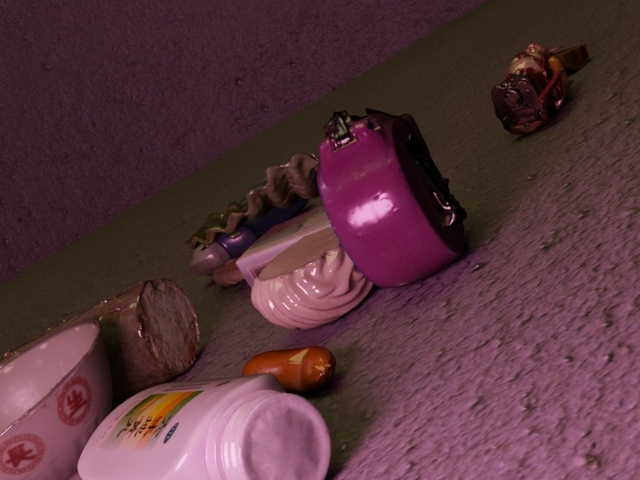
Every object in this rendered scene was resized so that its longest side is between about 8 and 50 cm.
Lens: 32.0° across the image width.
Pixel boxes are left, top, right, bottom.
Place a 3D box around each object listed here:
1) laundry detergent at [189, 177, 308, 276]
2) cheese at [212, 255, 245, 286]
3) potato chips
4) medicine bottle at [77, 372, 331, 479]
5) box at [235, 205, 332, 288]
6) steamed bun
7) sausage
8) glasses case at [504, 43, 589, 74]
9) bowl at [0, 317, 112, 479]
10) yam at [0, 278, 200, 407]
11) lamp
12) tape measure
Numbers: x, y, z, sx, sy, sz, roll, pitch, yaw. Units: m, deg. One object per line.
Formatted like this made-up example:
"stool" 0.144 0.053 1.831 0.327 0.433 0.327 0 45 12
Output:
"laundry detergent" -0.149 -0.021 2.228 0.143 0.094 0.290 -7 30 43
"cheese" -0.126 0.046 2.022 0.065 0.043 0.194 -36 11 -39
"potato chips" -0.063 -0.085 2.006 0.373 0.097 0.389 -22 1 -18
"medicine bottle" -0.123 0.224 1.196 0.179 0.124 0.324 -41 17 -33
"box" 0.000 0.000 1.815 0.269 0.079 0.135 -21 17 41
"steamed bun" -0.003 0.060 1.550 0.183 0.106 0.183 -27 16 9
"sausage" -0.037 0.161 1.373 0.183 0.054 0.062 -15 54 47
"glasses case" 0.431 -0.329 2.120 0.064 0.041 0.170 -26 8 -28
"bowl" -0.402 0.274 1.556 0.337 0.157 0.337 -31 15 10
"yam" -0.345 0.184 1.750 0.304 0.168 0.168 -28 14 21
"lamp" 0.369 -0.273 1.901 0.118 0.118 0.253 -21 18 38
"tape measure" 0.094 -0.065 1.476 0.149 0.245 0.231 -26 -2 17
